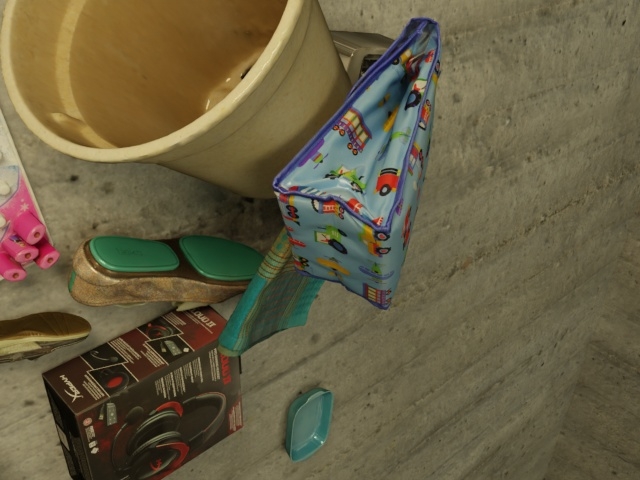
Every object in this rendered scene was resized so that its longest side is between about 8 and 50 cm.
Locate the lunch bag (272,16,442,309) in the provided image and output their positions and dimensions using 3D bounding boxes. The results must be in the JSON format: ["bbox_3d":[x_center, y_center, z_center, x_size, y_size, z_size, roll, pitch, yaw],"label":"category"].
[{"bbox_3d":[0.081,-0.102,0.836,0.293,0.138,0.221,-61,164,-21],"label":"lunch bag"}]

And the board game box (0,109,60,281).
[{"bbox_3d":[-0.479,-0.041,0.659,0.390,0.050,0.389,-33,136,-30],"label":"board game box"}]

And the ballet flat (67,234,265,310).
[{"bbox_3d":[-0.214,0.050,1.001,0.316,0.107,0.106,8,129,-45],"label":"ballet flat"}]

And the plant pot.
[{"bbox_3d":[-0.110,-0.193,0.781,0.333,0.334,0.305,-57,154,-1],"label":"plant pot"}]

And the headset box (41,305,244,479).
[{"bbox_3d":[-0.243,0.239,1.071,0.293,0.110,0.218,-26,131,-36],"label":"headset box"}]

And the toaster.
[{"bbox_3d":[0.042,-0.229,1.065,0.186,0.110,0.168,-12,123,-44],"label":"toaster"}]

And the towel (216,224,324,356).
[{"bbox_3d":[0.000,0.000,1.045,0.370,0.040,0.271,-58,163,15],"label":"towel"}]

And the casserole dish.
[{"bbox_3d":[-0.028,0.384,1.479,0.114,0.037,0.188,-22,131,-38],"label":"casserole dish"}]

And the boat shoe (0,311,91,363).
[{"bbox_3d":[-0.373,0.127,0.900,0.152,0.056,0.049,-1,121,-37],"label":"boat shoe"}]
